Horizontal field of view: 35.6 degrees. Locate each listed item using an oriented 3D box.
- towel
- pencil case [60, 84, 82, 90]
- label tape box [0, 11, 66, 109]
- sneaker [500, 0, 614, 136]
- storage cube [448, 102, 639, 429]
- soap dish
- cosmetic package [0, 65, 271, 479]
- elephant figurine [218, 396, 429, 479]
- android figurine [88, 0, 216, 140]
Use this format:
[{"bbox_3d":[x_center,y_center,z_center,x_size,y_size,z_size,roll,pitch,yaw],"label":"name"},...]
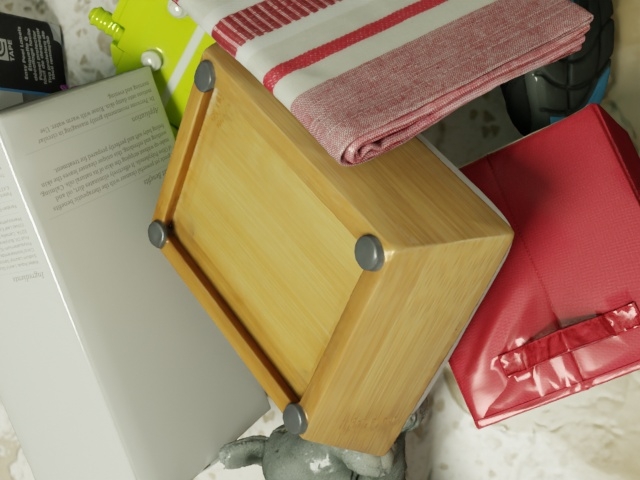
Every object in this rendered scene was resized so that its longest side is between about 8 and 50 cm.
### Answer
[{"bbox_3d":[0.015,-0.201,0.786,0.329,0.237,0.037,47,153,32],"label":"towel"},{"bbox_3d":[-0.238,-0.088,1.056,0.070,0.064,0.151,2,94,4],"label":"pencil case"},{"bbox_3d":[-0.379,-0.104,0.966,0.106,0.334,0.240,-6,92,22],"label":"label tape box"},{"bbox_3d":[0.159,-0.245,0.878,0.140,0.125,0.341,-11,89,46],"label":"sneaker"},{"bbox_3d":[0.195,0.022,0.815,0.184,0.215,0.193,-26,78,22],"label":"storage cube"},{"bbox_3d":[-0.012,-0.006,0.771,0.291,0.118,0.229,48,131,31],"label":"soap dish"},{"bbox_3d":[-0.206,0.046,0.926,0.155,0.197,0.365,-7,105,36],"label":"cosmetic package"},{"bbox_3d":[0.054,0.269,0.906,0.186,0.169,0.239,-16,91,47],"label":"elephant figurine"},{"bbox_3d":[-0.084,-0.167,0.933,0.273,0.056,0.248,32,125,-8],"label":"android figurine"}]
